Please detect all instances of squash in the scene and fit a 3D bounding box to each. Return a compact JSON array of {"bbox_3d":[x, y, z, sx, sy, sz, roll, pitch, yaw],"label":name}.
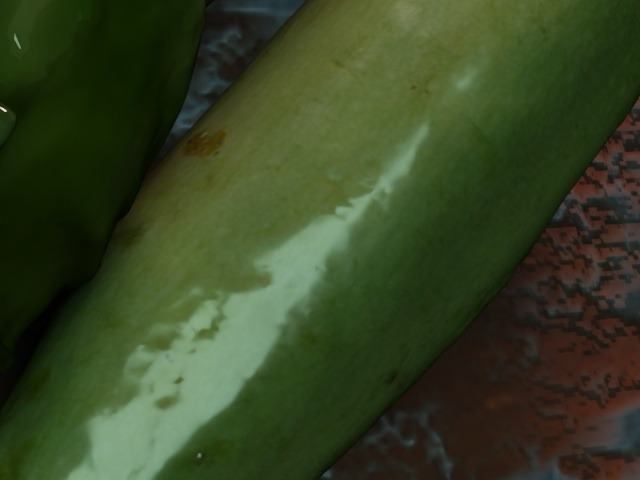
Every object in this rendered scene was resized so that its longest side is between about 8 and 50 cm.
[{"bbox_3d":[-0.001,0.002,0.452,0.118,0.118,0.370,40,66,-1],"label":"squash"}]

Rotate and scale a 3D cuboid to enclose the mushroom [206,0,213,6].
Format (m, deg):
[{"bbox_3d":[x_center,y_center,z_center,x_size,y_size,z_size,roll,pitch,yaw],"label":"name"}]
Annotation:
[{"bbox_3d":[-0.082,-0.139,0.493,0.088,0.073,0.129,-44,121,-18],"label":"mushroom"}]

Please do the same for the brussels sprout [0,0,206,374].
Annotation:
[{"bbox_3d":[-0.169,-0.091,0.355,0.259,0.227,0.294,-19,87,-13],"label":"brussels sprout"}]
